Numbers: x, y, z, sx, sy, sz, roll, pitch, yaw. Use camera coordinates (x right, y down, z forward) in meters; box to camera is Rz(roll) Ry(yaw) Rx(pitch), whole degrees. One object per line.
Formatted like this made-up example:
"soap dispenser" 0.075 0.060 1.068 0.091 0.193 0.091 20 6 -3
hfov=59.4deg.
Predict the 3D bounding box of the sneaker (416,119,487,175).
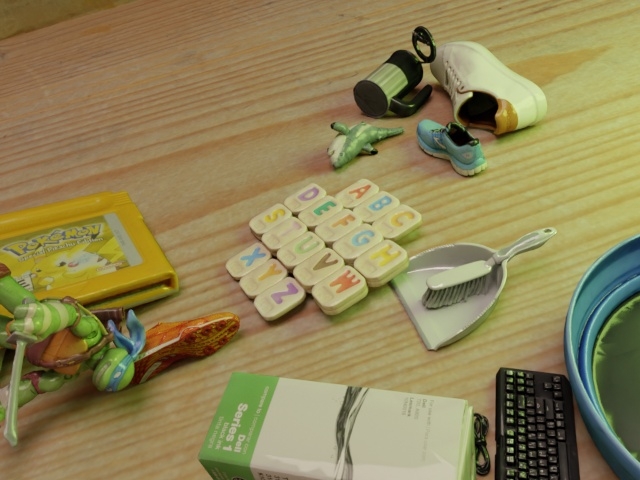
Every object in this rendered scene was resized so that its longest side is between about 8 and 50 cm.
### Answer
"sneaker" 0.223 -0.177 0.955 0.063 0.073 0.162 -29 42 -15

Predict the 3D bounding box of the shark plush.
"shark plush" 0.081 -0.177 1.042 0.161 0.073 0.067 -13 56 -29

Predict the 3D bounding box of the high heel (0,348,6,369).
"high heel" -0.512 0.161 0.803 0.117 0.082 0.244 1 44 22

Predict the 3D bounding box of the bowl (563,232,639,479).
"bowl" 0.442 0.130 0.536 0.390 0.077 0.391 -9 41 8

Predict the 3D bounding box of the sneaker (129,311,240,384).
"sneaker" -0.194 0.128 0.750 0.175 0.064 0.067 -19 44 -4

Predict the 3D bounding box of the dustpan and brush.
"dustpan and brush" 0.207 0.039 0.725 0.211 0.060 0.147 -20 40 -4

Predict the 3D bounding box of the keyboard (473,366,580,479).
"keyboard" 0.202 0.208 0.567 0.108 0.023 0.180 0 42 18

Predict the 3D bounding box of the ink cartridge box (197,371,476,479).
"ink cartridge box" 0.026 0.210 0.513 0.219 0.160 0.093 2 44 20

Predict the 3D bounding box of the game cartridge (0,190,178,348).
"game cartridge" -0.414 0.023 0.898 0.285 0.053 0.323 -17 38 -26

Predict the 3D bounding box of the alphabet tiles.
"alphabet tiles" 0.000 0.000 0.848 0.277 0.021 0.284 -31 38 -14

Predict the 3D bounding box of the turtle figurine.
"turtle figurine" -0.365 0.123 0.626 0.266 0.198 0.275 33 59 6

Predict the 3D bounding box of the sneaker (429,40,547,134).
"sneaker" 0.270 -0.285 1.038 0.123 0.106 0.290 -25 42 -14

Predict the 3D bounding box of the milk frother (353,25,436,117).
"milk frother" 0.151 -0.331 1.102 0.129 0.143 0.135 23 54 31
